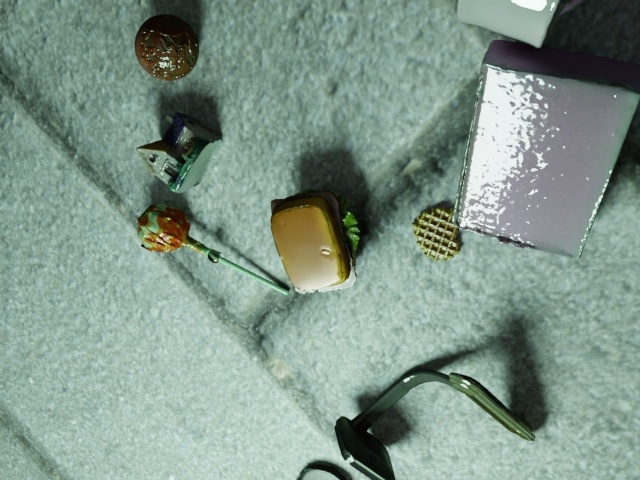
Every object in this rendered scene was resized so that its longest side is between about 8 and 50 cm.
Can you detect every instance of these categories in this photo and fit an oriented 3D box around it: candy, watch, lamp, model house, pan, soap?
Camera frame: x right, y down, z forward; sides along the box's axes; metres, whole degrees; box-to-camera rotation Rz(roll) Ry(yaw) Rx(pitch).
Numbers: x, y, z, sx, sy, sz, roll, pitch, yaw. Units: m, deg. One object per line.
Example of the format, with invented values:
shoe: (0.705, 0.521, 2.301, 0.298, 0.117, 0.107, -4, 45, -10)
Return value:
candy: (-0.184, 0.028, 1.139, 0.288, 0.078, 0.084, 28, 113, 2)
watch: (0.229, -0.355, 0.739, 0.196, 0.231, 0.244, 25, 119, 14)
lamp: (0.182, 0.302, 1.070, 0.203, 0.124, 0.283, 41, 117, -19)
model house: (-0.232, -0.148, 1.077, 0.100, 0.088, 0.100, 38, 114, 5)
pan: (0.040, 0.498, 1.215, 0.212, 0.040, 0.115, 46, 117, 10)
soap: (0.274, -0.111, 0.839, 0.181, 0.081, 0.259, 14, 134, 16)

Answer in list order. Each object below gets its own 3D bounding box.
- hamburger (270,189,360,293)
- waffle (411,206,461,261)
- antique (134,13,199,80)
hamburger: (0.000, 0.000, 1.034, 0.137, 0.087, 0.165, -8, 106, 23)
waffle: (0.178, -0.008, 1.000, 0.078, 0.016, 0.085, -8, 104, 28)
antique: (-0.234, -0.295, 1.021, 0.104, 0.104, 0.104, 7, 110, 20)
